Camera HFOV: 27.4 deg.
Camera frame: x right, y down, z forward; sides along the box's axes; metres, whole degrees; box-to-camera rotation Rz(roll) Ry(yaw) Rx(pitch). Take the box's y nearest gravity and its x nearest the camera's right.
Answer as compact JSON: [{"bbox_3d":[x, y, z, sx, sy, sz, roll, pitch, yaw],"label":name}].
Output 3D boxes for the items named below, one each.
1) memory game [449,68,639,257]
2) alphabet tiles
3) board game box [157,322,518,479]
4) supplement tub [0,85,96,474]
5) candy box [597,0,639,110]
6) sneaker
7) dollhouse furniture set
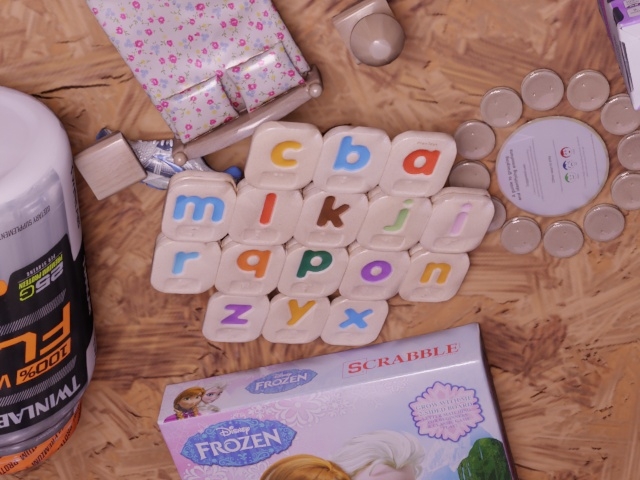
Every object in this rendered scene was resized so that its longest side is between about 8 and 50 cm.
[{"bbox_3d":[0.203,-0.065,1.146,0.186,0.012,0.186,1,120,2],"label":"memory game"},{"bbox_3d":[0.000,0.000,1.138,0.284,0.021,0.278,3,138,-14],"label":"alphabet tiles"},{"bbox_3d":[0.039,0.256,1.310,0.318,0.066,0.318,-13,118,10],"label":"board game box"},{"bbox_3d":[-0.294,0.042,1.118,0.193,0.194,0.316,2,131,2],"label":"supplement tub"},{"bbox_3d":[0.291,-0.185,0.964,0.164,0.196,0.070,-14,119,11],"label":"candy box"},{"bbox_3d":[-0.129,-0.071,1.146,0.135,0.052,0.058,27,96,-4],"label":"sneaker"},{"bbox_3d":[-0.094,-0.205,0.961,0.355,0.174,0.303,-28,115,8],"label":"dollhouse furniture set"}]
